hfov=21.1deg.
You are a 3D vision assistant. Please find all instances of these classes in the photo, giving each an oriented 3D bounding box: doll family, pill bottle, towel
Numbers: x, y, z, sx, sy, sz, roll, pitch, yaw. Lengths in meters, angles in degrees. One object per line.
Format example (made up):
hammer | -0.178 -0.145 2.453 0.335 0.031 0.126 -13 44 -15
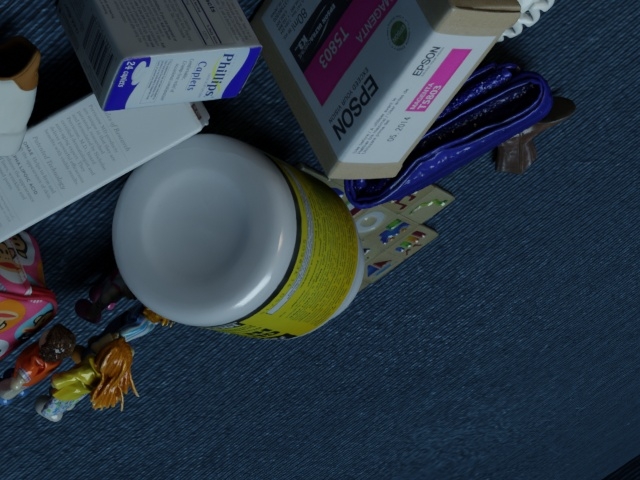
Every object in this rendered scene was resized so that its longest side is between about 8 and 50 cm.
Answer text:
doll family | -0.221 0.106 1.826 0.163 0.118 0.263 -37 -172 44
pill bottle | -0.068 0.007 1.784 0.188 0.188 0.334 -33 164 12
towel | 0.136 -0.118 1.812 0.227 0.076 0.308 -29 178 10

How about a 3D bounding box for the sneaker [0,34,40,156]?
sneaker | -0.365 -0.146 1.421 0.290 0.106 0.123 0 123 -43

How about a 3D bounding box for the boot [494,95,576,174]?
boot | 0.257 -0.123 2.057 0.106 0.037 0.114 -14 150 4

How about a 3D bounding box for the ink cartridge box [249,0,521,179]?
ink cartridge box | 0.051 -0.201 1.564 0.088 0.193 0.235 -4 144 -38

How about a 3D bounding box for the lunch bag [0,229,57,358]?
lunch bag | -0.438 0.072 1.704 0.258 0.120 0.293 -35 153 25

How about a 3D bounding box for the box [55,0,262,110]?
box | -0.142 -0.185 1.493 0.137 0.126 0.072 -9 147 -30

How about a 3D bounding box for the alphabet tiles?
alphabet tiles | 0.000 0.000 2.075 0.285 0.011 0.342 -36 152 19

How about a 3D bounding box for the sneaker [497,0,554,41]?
sneaker | 0.129 -0.240 1.675 0.292 0.110 0.118 -40 141 23

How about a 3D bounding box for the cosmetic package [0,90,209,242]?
cosmetic package | -0.223 -0.087 1.594 0.231 0.085 0.117 -30 -172 3
